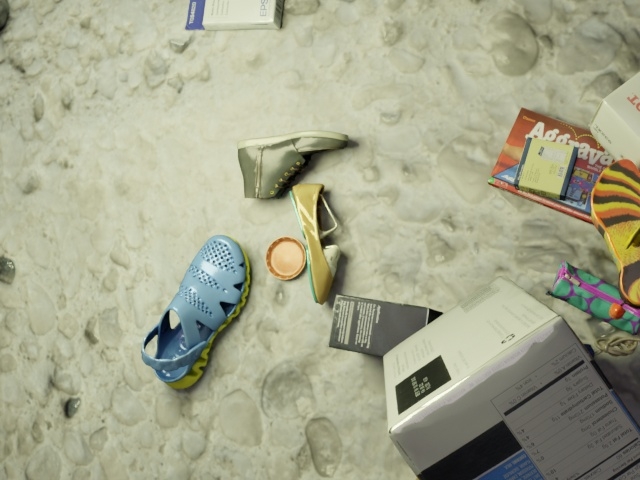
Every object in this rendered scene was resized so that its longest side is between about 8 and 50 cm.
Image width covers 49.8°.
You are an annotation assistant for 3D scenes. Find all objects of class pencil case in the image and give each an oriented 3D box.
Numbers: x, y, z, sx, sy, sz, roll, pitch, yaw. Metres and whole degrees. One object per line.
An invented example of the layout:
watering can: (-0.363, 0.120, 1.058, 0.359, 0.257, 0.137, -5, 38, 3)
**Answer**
pencil case: (0.447, 0.092, 1.106, 0.151, 0.070, 0.064, 26, 83, 19)

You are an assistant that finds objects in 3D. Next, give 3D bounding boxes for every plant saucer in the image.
plant saucer: (-0.065, 0.034, 1.319, 0.083, 0.013, 0.084, -2, 83, 19)

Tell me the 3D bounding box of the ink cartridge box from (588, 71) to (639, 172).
ink cartridge box: (0.610, -0.202, 1.040, 0.307, 0.129, 0.223, -37, 74, 3)

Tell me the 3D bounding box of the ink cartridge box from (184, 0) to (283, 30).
ink cartridge box: (-0.177, -0.545, 1.418, 0.224, 0.045, 0.223, 4, 84, 20)

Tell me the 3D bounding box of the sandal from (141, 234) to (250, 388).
sandal: (-0.239, 0.136, 1.301, 0.126, 0.138, 0.317, 23, 89, 22)

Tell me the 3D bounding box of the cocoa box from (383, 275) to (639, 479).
cocoa box: (0.235, 0.218, 0.885, 0.231, 0.347, 0.228, -36, 91, 6)

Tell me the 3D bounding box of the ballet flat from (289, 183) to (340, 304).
ballet flat: (0.000, 0.000, 1.270, 0.073, 0.080, 0.232, -14, 79, 5)

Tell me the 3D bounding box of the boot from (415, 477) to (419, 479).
boot: (0.203, 0.378, 1.138, 0.115, 0.112, 0.305, 0, 85, 30)

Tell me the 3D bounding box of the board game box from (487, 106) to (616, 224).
board game box: (0.442, -0.111, 1.158, 0.281, 0.027, 0.145, 24, 90, 20)

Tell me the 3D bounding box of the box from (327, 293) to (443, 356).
box: (0.115, 0.150, 1.166, 0.158, 0.156, 0.093, 8, 84, 19)

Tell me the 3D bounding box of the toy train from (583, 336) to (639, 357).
toy train: (0.408, 0.231, 1.091, 0.248, 0.105, 0.143, -6, 92, 17)

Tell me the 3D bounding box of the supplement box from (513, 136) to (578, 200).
supplement box: (0.372, -0.118, 1.137, 0.083, 0.056, 0.083, 17, 89, 20)

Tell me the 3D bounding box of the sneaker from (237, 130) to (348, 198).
sneaker: (-0.048, -0.142, 1.311, 0.222, 0.083, 0.118, -5, 92, 21)

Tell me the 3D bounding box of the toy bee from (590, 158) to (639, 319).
toy bee: (0.471, 0.032, 1.003, 0.162, 0.195, 0.298, -34, 46, 8)
